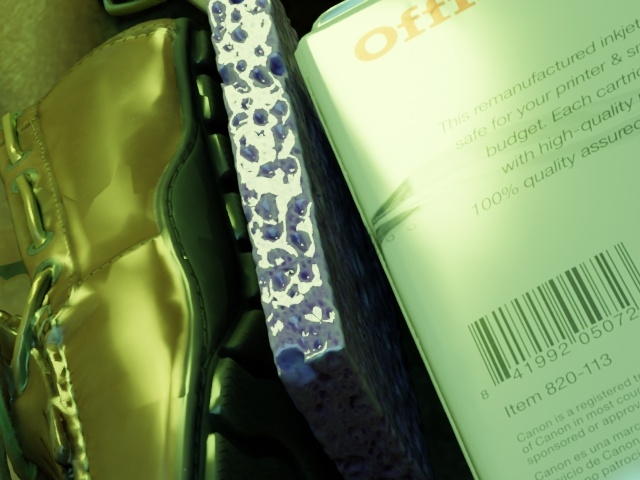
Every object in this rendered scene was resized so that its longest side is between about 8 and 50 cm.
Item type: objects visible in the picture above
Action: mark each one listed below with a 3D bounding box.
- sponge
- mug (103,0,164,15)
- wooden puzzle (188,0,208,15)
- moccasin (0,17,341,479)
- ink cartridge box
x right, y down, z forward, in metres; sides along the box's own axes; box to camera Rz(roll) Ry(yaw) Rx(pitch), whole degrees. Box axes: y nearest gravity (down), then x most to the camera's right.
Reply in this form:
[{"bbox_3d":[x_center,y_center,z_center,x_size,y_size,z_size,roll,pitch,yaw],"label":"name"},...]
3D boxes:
[{"bbox_3d":[0.000,0.000,0.802,0.031,0.117,0.210,-21,48,10],"label":"sponge"},{"bbox_3d":[-0.101,-0.164,1.039,0.064,0.078,0.062,-16,16,5],"label":"mug"},{"bbox_3d":[-0.022,-0.213,0.976,0.221,0.044,0.238,-41,46,-13],"label":"wooden puzzle"},{"bbox_3d":[-0.082,0.056,0.787,0.147,0.139,0.380,-24,47,11],"label":"moccasin"},{"bbox_3d":[0.135,-0.004,0.732,0.207,0.117,0.283,-28,47,7],"label":"ink cartridge box"}]
